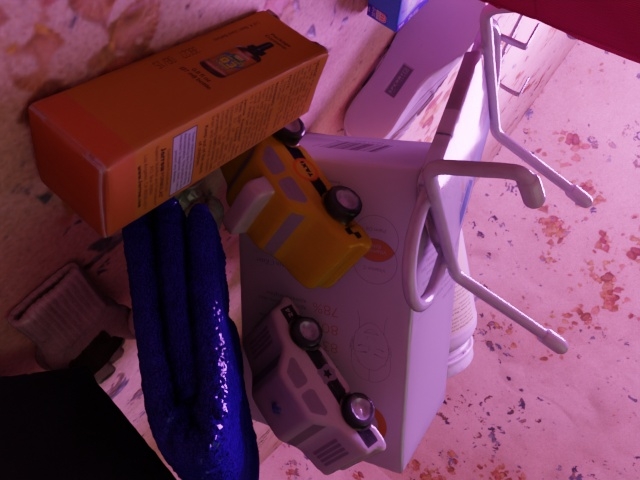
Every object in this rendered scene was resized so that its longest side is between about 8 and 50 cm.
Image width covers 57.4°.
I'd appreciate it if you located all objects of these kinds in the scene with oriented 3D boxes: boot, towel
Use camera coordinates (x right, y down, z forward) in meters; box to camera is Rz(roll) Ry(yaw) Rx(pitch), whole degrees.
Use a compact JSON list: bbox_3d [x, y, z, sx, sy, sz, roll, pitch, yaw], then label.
[{"bbox_3d":[0.128,-0.233,0.833,0.258,0.095,0.123,-48,175,6],"label":"boot"},{"bbox_3d":[-0.102,0.120,0.543,0.076,0.227,0.308,-14,151,-10],"label":"towel"}]

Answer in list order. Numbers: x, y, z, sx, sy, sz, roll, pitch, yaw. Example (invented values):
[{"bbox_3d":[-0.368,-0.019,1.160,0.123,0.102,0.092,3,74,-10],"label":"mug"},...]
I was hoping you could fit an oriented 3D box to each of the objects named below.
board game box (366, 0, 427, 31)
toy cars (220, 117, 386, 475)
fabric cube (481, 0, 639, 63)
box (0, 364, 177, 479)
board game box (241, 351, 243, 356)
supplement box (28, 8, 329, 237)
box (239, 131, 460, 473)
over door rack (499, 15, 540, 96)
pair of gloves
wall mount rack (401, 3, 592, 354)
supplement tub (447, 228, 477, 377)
[{"bbox_3d":[0.118,-0.341,0.589,0.160,0.047,0.210,-47,163,-16],"label":"board game box"},{"bbox_3d":[-0.036,0.061,0.574,0.087,0.177,0.393,-21,111,-45],"label":"toy cars"},{"bbox_3d":[0.195,-0.310,0.375,0.254,0.259,0.258,-59,155,5],"label":"fabric cube"},{"bbox_3d":[-0.258,0.437,0.419,0.480,0.472,0.297,-55,158,13],"label":"box"},{"bbox_3d":[-0.040,0.165,1.237,0.317,0.046,0.213,-35,163,-36],"label":"board game box"},{"bbox_3d":[-0.097,-0.102,0.455,0.233,0.078,0.080,-40,161,-35],"label":"supplement box"},{"bbox_3d":[0.037,0.058,0.701,0.168,0.215,0.345,-29,125,-57],"label":"box"},{"bbox_3d":[0.264,-0.382,0.760,0.239,0.108,0.324,0,106,-72],"label":"over door rack"},{"bbox_3d":[-0.187,0.050,0.614,0.240,0.042,0.204,-44,163,-30],"label":"pair of gloves"},{"bbox_3d":[0.201,-0.053,0.599,0.350,0.131,0.304,-67,149,-26],"label":"wall mount rack"},{"bbox_3d":[0.175,0.089,1.146,0.235,0.235,0.324,-33,115,-51],"label":"supplement tub"}]
